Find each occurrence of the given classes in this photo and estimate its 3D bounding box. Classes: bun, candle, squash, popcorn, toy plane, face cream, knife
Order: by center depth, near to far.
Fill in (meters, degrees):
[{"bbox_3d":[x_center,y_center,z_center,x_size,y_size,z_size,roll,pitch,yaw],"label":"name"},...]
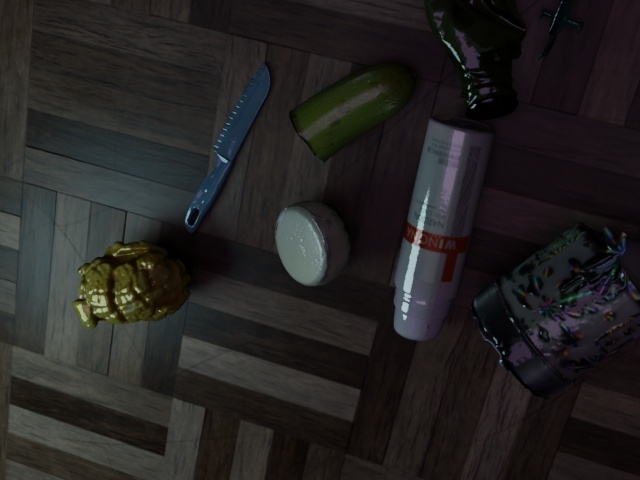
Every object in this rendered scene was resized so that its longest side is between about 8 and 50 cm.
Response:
[{"bbox_3d":[0.340,-0.347,1.008,0.060,0.096,0.235,23,130,10],"label":"toy plane"},{"bbox_3d":[0.379,0.073,1.086,0.330,0.187,0.187,-39,95,21],"label":"candle"},{"bbox_3d":[0.053,-0.203,1.136,0.188,0.095,0.095,-32,98,18],"label":"squash"},{"bbox_3d":[0.174,-0.008,1.159,0.102,0.102,0.345,13,109,11],"label":"face cream"},{"bbox_3d":[0.000,0.000,1.216,0.138,0.094,0.138,22,120,44],"label":"bun"},{"bbox_3d":[-0.152,-0.144,1.248,0.044,0.019,0.313,33,111,5],"label":"knife"},{"bbox_3d":[-0.322,0.073,1.289,0.194,0.163,0.140,-11,80,45],"label":"popcorn"}]

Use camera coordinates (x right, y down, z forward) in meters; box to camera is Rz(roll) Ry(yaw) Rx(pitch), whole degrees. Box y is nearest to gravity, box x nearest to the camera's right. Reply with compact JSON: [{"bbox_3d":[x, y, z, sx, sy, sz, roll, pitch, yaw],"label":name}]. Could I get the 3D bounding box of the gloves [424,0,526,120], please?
[{"bbox_3d":[0.210,-0.297,1.047,0.135,0.107,0.268,-7,95,-4],"label":"gloves"}]
